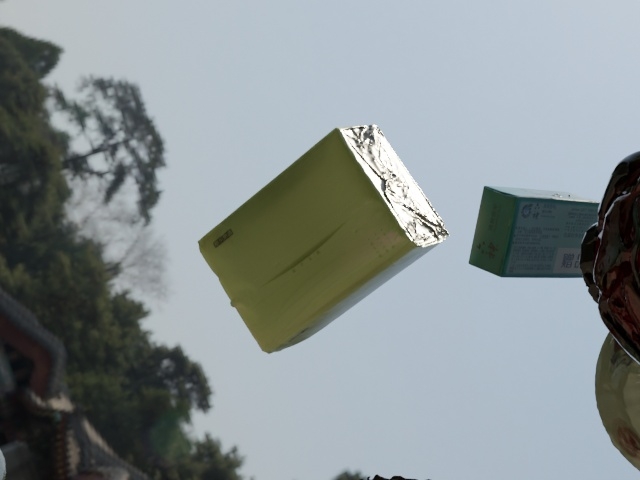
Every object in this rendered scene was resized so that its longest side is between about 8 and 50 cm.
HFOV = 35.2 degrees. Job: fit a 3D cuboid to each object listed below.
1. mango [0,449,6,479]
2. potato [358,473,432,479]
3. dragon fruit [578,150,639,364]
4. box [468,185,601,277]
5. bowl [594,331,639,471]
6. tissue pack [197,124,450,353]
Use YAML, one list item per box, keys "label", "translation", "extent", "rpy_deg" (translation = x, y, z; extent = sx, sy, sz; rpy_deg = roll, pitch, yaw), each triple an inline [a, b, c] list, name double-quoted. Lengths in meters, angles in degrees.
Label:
- label: "mango"
  translation: [-0.342, 0.196, 0.771]
  extent: [0.137, 0.237, 0.091]
  rpy_deg: [27, 45, -56]
- label: "potato"
  translation: [0.092, 0.382, 0.963]
  extent: [0.266, 0.229, 0.229]
  rpy_deg: [-73, 155, -67]
- label: "dragon fruit"
  translation: [0.270, 0.012, 0.679]
  extent: [0.188, 0.182, 0.182]
  rpy_deg: [-24, -95, 40]
- label: "box"
  translation: [0.402, -0.014, 1.865]
  extent: [0.092, 0.245, 0.153]
  rpy_deg: [26, -72, 53]
- label: "bowl"
  translation: [0.589, 0.220, 1.528]
  extent: [0.337, 0.337, 0.157]
  rpy_deg: [64, 7, 15]
- label: "tissue pack"
  translation: [0.000, 0.000, 1.145]
  extent: [0.234, 0.125, 0.159]
  rpy_deg: [-37, -102, 26]
